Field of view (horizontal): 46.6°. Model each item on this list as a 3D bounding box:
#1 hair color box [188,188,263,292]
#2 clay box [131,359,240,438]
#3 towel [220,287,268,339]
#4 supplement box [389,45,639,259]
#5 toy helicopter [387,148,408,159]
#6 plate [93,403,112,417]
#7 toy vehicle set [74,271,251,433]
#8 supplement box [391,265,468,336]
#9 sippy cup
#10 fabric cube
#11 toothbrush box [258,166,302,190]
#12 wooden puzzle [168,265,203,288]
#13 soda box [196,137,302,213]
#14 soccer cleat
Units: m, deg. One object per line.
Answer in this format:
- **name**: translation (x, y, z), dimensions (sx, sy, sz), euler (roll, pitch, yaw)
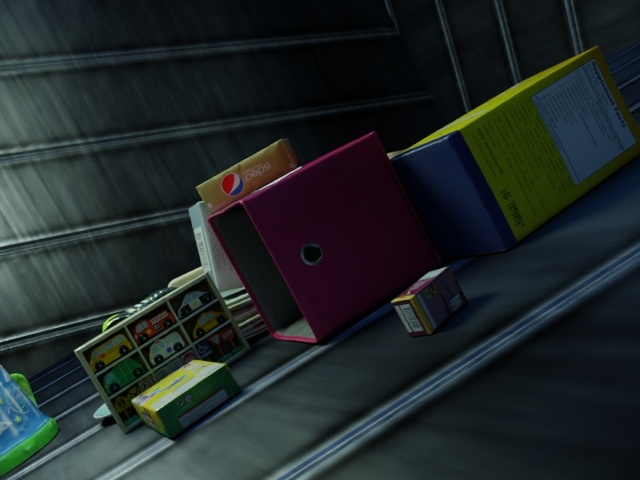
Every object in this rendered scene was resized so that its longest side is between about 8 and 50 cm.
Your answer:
- **hair color box**: translation (-0.067, -0.021, 1.554), dimensions (0.375, 0.185, 0.113), euler (-13, 0, -20)
- **clay box**: translation (-0.223, 0.247, 1.186), dimensions (0.127, 0.053, 0.222), euler (-32, 6, -24)
- **towel**: translation (-0.253, 0.184, 1.549), dimensions (0.321, 0.090, 0.374), euler (-21, 4, -24)
- **supplement box**: translation (0.323, -0.141, 1.228), dimensions (0.357, 0.194, 0.195), euler (-31, 7, -24)
- **toy helicopter**: translation (0.244, -0.171, 1.734), dimensions (0.235, 0.140, 0.355), euler (-13, -6, 28)
- **plate**: translation (-0.355, 0.301, 1.457), dimensions (0.188, 0.024, 0.188), euler (-29, 7, 4)
- **toy vehicle set**: translation (-0.274, 0.194, 1.314), dimensions (0.267, 0.166, 0.035), euler (-32, 7, -24)
- **supplement box**: translation (0.139, 0.078, 0.946), dimensions (0.083, 0.055, 0.043), euler (-33, 7, -35)
- **sippy cup**: translation (-0.711, 0.371, 1.553), dimensions (0.240, 0.224, 0.305), euler (-32, 7, -26)
- **fabric cube**: translation (0.000, 0.000, 1.270), dimensions (0.258, 0.254, 0.259), euler (-30, 6, -20)
- **toothbrush box**: translation (-0.113, -0.017, 1.901), dimensions (0.296, 0.216, 0.126), euler (-26, -20, 13)
- **wooden puzzle**: translation (-0.208, 0.107, 1.781), dimensions (0.239, 0.044, 0.221), euler (-29, -35, 18)
- **soda box**: translation (-0.127, -0.116, 1.331), dimensions (0.181, 0.058, 0.061), euler (-28, 5, 11)
- **soccer cleat**: translation (-0.360, 0.153, 1.512), dimensions (0.179, 0.060, 0.072), euler (-27, 13, -4)
